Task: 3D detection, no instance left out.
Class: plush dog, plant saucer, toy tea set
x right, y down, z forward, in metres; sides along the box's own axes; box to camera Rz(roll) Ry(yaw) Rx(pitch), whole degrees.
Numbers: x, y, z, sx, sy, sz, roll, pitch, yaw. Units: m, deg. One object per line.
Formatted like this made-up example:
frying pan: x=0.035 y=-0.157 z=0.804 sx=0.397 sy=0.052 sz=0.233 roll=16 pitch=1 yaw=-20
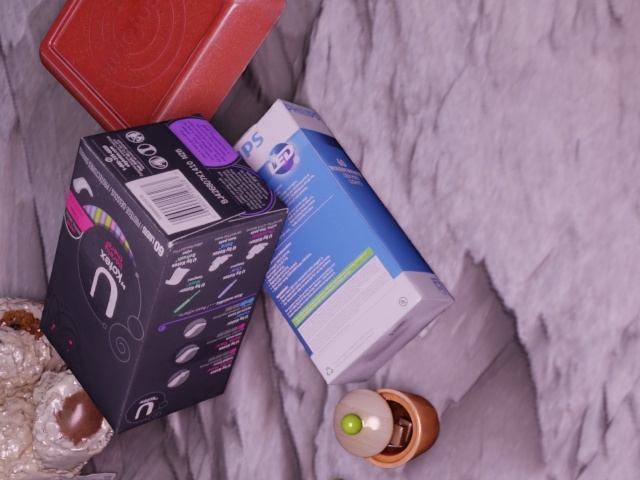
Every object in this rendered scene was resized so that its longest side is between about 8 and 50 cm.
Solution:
plush dog: x=-0.343 y=0.167 z=1.397 sx=0.262 sy=0.210 sz=0.225 roll=-11 pitch=64 yaw=3
plant saucer: x=-0.198 y=-0.238 z=1.390 sx=0.259 sy=0.048 sz=0.258 roll=45 pitch=109 yaw=26
toy tea set: x=0.078 y=0.301 z=1.130 sx=0.200 sy=0.124 sz=0.336 roll=-37 pitch=68 yaw=24

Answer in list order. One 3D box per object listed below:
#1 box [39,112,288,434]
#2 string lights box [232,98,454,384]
box: x=-0.164 y=0.033 z=1.231 sx=0.165 sy=0.143 sz=0.270 roll=47 pitch=136 yaw=29
string lights box: x=0.000 y=0.000 z=1.231 sx=0.133 sy=0.077 sz=0.259 roll=-44 pitch=66 yaw=21
